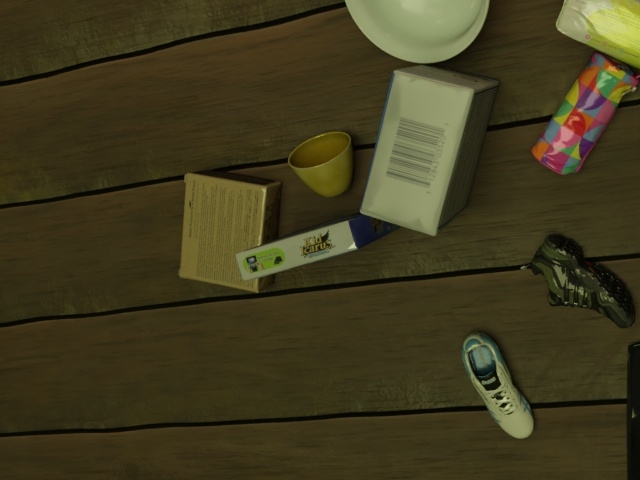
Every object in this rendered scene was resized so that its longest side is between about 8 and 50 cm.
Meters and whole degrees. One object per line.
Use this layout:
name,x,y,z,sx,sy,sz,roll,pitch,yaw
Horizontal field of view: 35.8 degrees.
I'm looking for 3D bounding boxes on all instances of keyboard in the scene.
keyboard,0.689,0.345,1.887,0.202,0.033,0.317,3,103,27

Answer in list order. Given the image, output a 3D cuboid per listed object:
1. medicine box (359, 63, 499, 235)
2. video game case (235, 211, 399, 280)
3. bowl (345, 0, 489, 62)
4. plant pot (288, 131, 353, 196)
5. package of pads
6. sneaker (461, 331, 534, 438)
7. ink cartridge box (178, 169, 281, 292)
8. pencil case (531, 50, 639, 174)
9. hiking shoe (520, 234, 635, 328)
medicine box,0.207,-0.176,1.820,0.149,0.289,0.263,17,107,15
video game case,0.000,0.000,1.948,0.244,0.269,0.061,-15,93,23
bowl,0.195,-0.488,1.819,0.298,0.134,0.297,19,131,22
plant pot,0.014,-0.144,2.001,0.134,0.134,0.095,-10,122,23
package of pads,0.559,-0.345,1.682,0.297,0.229,0.101,26,109,15
sneaker,0.350,0.296,1.978,0.085,0.086,0.237,-28,92,22
ink cartridge box,-0.193,-0.023,2.118,0.193,0.088,0.234,12,106,20
pencil case,0.484,-0.231,1.808,0.104,0.104,0.236,36,113,11
hiking shoe,0.495,0.094,1.891,0.227,0.086,0.114,45,127,13
